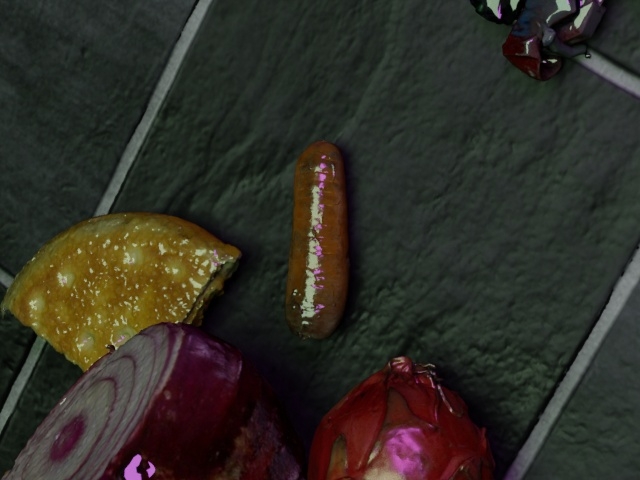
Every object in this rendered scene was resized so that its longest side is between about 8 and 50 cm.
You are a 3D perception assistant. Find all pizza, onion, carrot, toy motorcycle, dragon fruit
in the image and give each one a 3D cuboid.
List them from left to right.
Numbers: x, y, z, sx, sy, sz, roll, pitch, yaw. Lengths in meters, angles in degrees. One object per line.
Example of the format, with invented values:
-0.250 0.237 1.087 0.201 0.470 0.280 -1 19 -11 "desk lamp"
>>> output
-0.189 0.070 1.719 0.292 0.058 0.197 -15 86 29 "pizza"
-0.140 0.260 1.582 0.260 0.282 0.337 40 93 -15 "onion"
0.000 0.000 1.618 0.060 0.060 0.186 4 88 28 "carrot"
0.071 0.213 1.528 0.172 0.172 0.209 -28 69 26 "dragon fruit"
0.226 -0.208 1.475 0.213 0.082 0.122 -14 84 29 "toy motorcycle"
